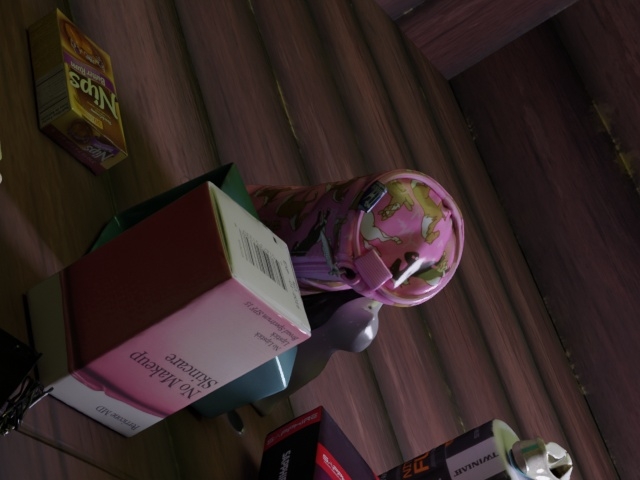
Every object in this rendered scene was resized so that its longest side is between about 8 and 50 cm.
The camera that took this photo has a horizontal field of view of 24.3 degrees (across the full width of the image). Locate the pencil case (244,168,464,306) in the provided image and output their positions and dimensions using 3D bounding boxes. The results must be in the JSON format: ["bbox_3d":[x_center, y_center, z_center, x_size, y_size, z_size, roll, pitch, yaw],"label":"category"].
[{"bbox_3d":[0.000,0.000,1.814,0.167,0.386,0.160,20,79,-31],"label":"pencil case"}]

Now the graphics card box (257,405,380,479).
[{"bbox_3d":[0.020,0.368,1.599,0.233,0.094,0.371,54,18,-17],"label":"graphics card box"}]

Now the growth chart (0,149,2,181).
[{"bbox_3d":[-0.392,-0.165,1.551,0.172,0.021,0.237,42,24,-44],"label":"growth chart"}]

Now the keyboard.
[{"bbox_3d":[-0.301,0.137,1.304,0.100,0.038,0.192,34,21,-3],"label":"keyboard"}]

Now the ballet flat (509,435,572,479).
[{"bbox_3d":[0.282,0.275,1.819,0.168,0.052,0.057,33,33,-60],"label":"ballet flat"}]

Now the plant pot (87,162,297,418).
[{"bbox_3d":[-0.127,0.067,1.683,0.234,0.166,0.165,62,16,-17],"label":"plant pot"}]

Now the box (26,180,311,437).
[{"bbox_3d":[-0.151,0.072,1.469,0.148,0.232,0.127,40,26,-48],"label":"box"}]

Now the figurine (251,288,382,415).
[{"bbox_3d":[0.000,0.109,1.879,0.092,0.209,0.215,55,17,-12],"label":"figurine"}]

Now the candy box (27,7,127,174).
[{"bbox_3d":[-0.295,-0.181,1.804,0.109,0.053,0.186,42,25,-46],"label":"candy box"}]

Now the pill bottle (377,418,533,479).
[{"bbox_3d":[0.143,0.329,1.847,0.130,0.246,0.130,54,17,-25],"label":"pill bottle"}]
